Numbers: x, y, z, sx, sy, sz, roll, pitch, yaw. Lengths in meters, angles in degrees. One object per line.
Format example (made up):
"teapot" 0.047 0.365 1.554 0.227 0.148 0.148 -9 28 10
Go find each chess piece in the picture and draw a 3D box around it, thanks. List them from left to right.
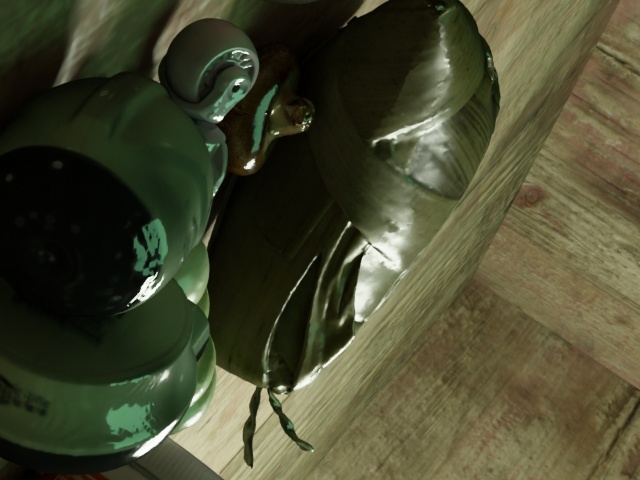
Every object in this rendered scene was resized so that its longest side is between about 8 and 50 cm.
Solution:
"chess piece" -0.158 0.071 1.484 0.133 0.133 0.243 -49 161 -33

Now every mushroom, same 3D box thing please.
"mushroom" -0.057 -0.120 1.440 0.126 0.085 0.109 -67 -158 -1

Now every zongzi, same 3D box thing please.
"zongzi" -0.019 -0.012 1.508 0.500 0.218 0.467 -58 172 3

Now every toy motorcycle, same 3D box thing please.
"toy motorcycle" -0.138 -0.066 1.260 0.254 0.112 0.112 -59 169 21

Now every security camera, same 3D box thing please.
"security camera" -0.165 0.012 1.119 0.191 0.197 0.277 -56 167 -54

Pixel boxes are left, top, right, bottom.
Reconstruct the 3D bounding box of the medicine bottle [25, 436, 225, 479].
"medicine bottle" -0.212 0.332 1.641 0.241 0.252 0.252 -51 168 -17

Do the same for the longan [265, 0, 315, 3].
"longan" -0.018 -0.248 0.983 0.198 0.198 0.212 112 1 -47
